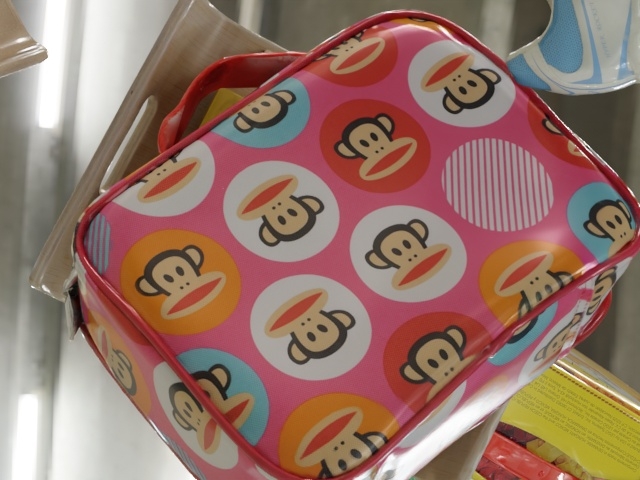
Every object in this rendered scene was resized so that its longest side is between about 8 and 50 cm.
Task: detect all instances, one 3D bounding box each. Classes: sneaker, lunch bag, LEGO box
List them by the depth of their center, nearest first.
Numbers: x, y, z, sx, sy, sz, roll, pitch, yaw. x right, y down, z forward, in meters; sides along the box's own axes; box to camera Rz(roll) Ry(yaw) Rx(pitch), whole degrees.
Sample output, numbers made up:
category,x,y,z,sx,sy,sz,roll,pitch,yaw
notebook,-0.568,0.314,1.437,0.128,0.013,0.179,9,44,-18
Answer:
category,x,y,z,sx,sy,sz,roll,pitch,yaw
sneaker,0.123,-0.191,0.797,0.085,0.086,0.237,48,38,-78
lunch bag,0.007,-0.001,0.889,0.258,0.293,0.120,47,-26,19
LEGO box,0.128,0.149,1.542,0.193,0.500,0.372,-57,-156,4

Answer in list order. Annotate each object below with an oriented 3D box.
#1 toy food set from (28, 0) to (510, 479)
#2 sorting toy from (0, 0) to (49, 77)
category,x,y,z,sx,sy,sz,roll,pitch,yaw
toy food set,0.000,0.000,1.003,0.219,0.306,0.092,-63,-176,-6
sorting toy,-0.267,-0.172,0.907,0.038,0.193,0.208,-29,-86,28
